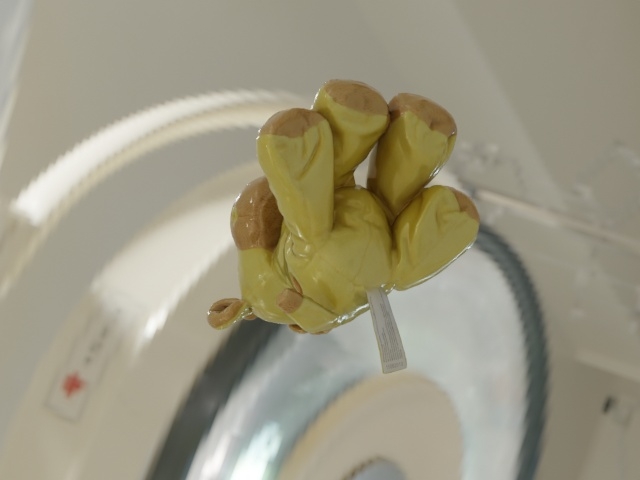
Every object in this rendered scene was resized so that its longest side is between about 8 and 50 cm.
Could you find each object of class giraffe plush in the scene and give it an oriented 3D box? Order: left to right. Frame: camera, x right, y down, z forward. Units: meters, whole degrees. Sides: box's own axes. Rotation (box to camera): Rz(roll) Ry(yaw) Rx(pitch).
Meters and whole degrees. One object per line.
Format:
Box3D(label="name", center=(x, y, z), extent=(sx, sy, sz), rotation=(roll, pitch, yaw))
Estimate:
Box3D(label="giraffe plush", center=(0.000, 0.000, 1.423), extent=(0.170, 0.181, 0.210), rotation=(-17, 69, 59))
